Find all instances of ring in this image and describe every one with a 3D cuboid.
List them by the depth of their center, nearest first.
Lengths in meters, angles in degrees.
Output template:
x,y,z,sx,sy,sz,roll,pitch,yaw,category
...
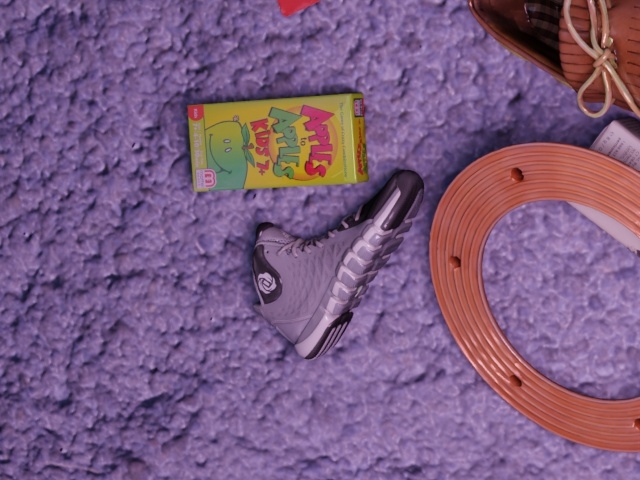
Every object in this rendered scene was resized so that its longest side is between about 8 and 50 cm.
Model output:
x,y,z,sx,sy,sz,roll,pitch,yaw,category
0.252,0.054,1.889,0.336,0.032,0.337,20,128,28,ring

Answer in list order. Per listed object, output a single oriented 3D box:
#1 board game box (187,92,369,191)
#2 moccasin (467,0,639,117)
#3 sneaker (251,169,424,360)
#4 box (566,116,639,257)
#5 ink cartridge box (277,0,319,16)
x,y,z,sx,sy,sz,roll,pitch,yaw,category
-0.044,-0.101,2.050,0.181,0.043,0.092,-3,94,20,board game box
0.262,-0.181,1.774,0.380,0.147,0.139,43,140,51,moccasin
0.000,0.000,2.023,0.132,0.086,0.229,36,106,16,sneaker
0.367,-0.001,1.877,0.275,0.113,0.094,39,106,14,box
0.018,-0.351,2.002,0.224,0.056,0.181,-23,87,18,ink cartridge box
